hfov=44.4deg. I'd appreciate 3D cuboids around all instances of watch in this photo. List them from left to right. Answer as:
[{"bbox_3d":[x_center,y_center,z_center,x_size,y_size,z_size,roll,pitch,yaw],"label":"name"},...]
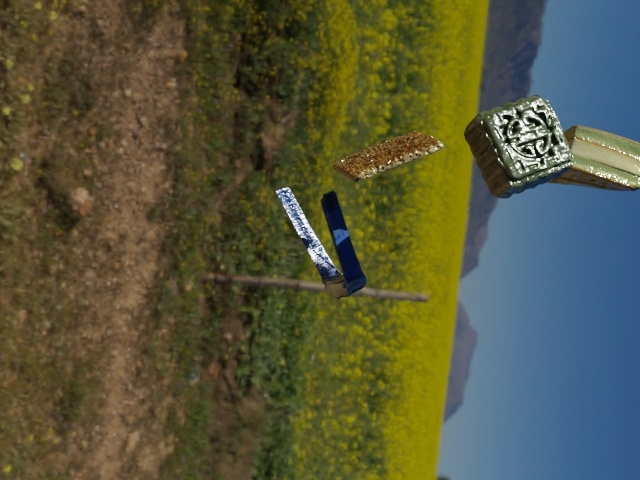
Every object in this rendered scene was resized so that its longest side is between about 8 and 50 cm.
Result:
[{"bbox_3d":[-0.003,0.004,1.927,0.276,0.068,0.274,13,-52,64],"label":"watch"}]

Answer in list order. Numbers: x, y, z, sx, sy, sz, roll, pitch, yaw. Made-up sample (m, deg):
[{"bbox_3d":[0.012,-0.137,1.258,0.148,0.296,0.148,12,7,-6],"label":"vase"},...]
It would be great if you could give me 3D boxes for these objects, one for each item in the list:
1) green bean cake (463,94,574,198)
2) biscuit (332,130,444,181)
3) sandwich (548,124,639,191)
[{"bbox_3d":[0.421,-0.201,1.648,0.094,0.185,0.183,122,-53,-70],"label":"green bean cake"},{"bbox_3d":[0.150,-0.191,1.743,0.131,0.231,0.025,39,-32,59],"label":"biscuit"},{"bbox_3d":[0.627,-0.174,1.789,0.144,0.187,0.117,100,8,-81],"label":"sandwich"}]
